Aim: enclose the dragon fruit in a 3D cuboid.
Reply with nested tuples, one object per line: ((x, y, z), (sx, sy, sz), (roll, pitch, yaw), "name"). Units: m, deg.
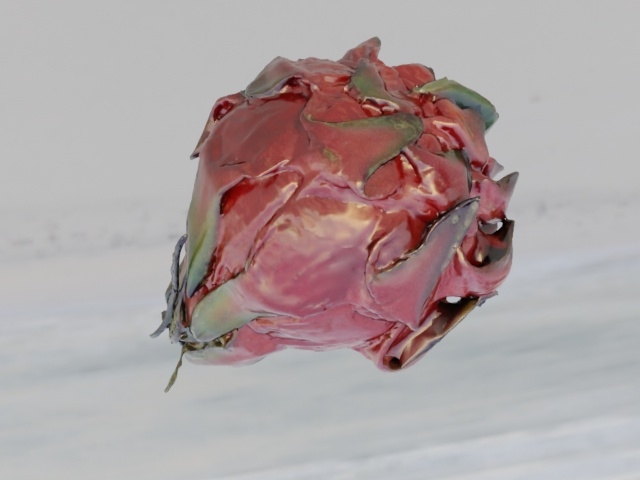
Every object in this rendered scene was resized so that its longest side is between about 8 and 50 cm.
((0.000, 0.000, 1.205), (0.293, 0.234, 0.234), (-52, 164, 3), "dragon fruit")
